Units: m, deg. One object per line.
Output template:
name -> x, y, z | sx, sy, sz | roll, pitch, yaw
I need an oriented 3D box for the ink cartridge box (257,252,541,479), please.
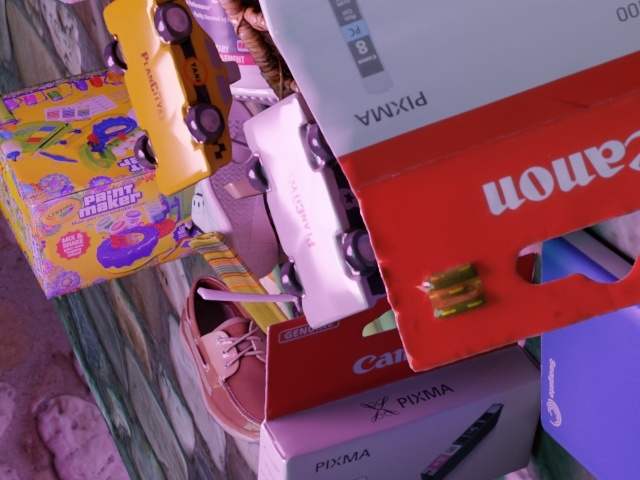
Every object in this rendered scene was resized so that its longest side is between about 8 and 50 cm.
ink cartridge box -> 0.080, 0.148, 1.315 | 0.060, 0.275, 0.239 | -125, 29, -42

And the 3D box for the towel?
towel -> -0.079, 0.086, 1.854 | 0.237, 0.021, 0.102 | 52, 163, -11

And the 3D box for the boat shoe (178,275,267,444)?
boat shoe -> -0.127, 0.169, 2.095 | 0.324, 0.123, 0.116 | 48, 147, 45

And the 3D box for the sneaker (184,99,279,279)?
sneaker -> -0.137, -0.083, 1.873 | 0.151, 0.094, 0.256 | 34, 141, 50

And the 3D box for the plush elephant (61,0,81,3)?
plush elephant -> -0.247, -0.425, 1.713 | 0.330, 0.271, 0.255 | 37, -147, -60

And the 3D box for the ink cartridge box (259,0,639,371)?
ink cartridge box -> 0.131, -0.136, 0.926 | 0.091, 0.308, 0.385 | -5, -104, -75

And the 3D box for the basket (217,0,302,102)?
basket -> 0.046, -0.136, 1.191 | 0.299, 0.223, 0.214 | 32, 125, 55

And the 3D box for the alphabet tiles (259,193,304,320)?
alphabet tiles -> -0.031, 0.040, 1.878 | 0.278, 0.021, 0.284 | -12, 95, 70

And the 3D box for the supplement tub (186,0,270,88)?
supplement tub -> -0.057, -0.304, 1.424 | 0.191, 0.191, 0.272 | 41, 143, 55

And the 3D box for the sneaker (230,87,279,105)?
sneaker -> -0.104, -0.245, 1.691 | 0.366, 0.135, 0.150 | 23, 103, 48

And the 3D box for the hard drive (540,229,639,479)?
hard drive -> 0.279, 0.147, 1.139 | 0.318, 0.040, 0.210 | 44, 146, 52

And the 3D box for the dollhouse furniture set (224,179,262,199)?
dollhouse furniture set -> -0.057, -0.100, 1.706 | 0.091, 0.114, 0.081 | 161, 95, -72

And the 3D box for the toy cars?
toy cars -> -0.055, -0.086, 1.261 | 0.393, 0.087, 0.176 | 40, 128, 32

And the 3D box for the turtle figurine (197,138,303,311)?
turtle figurine -> 0.000, 0.000, 1.384 | 0.266, 0.274, 0.198 | 32, 117, 53

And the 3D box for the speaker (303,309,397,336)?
speaker -> 0.072, 0.142, 1.549 | 0.297, 0.131, 0.131 | 69, 159, 10

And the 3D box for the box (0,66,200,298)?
box -> -0.316, -0.101, 2.112 | 0.279, 0.290, 0.177 | -127, 28, -44
